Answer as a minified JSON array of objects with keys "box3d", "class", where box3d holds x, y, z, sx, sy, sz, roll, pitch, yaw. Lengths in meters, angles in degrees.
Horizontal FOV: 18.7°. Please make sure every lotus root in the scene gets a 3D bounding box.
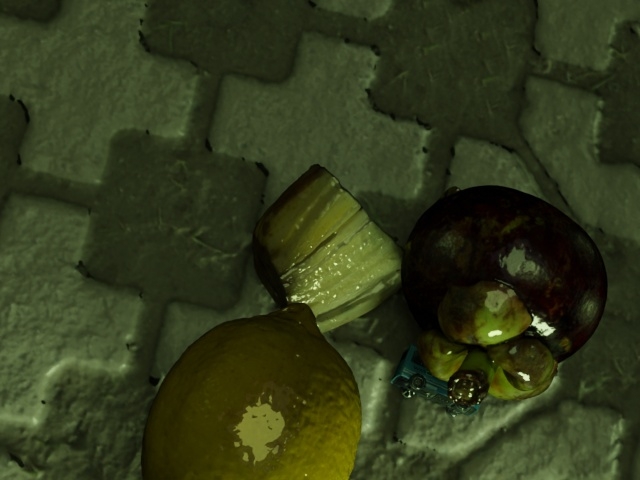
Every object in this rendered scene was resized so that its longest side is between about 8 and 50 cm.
[{"box3d":[-0.001,0.003,1.814,0.135,0.095,0.159,-37,125,-12],"class":"lotus root"}]

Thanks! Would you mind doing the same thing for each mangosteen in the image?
[{"box3d":[0.157,0.061,1.765,0.192,0.192,0.217,27,63,-3],"class":"mangosteen"}]

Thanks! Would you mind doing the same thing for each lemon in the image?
[{"box3d":[-0.062,0.173,1.702,0.188,0.188,0.257,27,76,-3],"class":"lemon"}]

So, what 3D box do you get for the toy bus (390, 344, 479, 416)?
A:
[{"box3d":[0.112,0.132,1.822,0.083,0.038,0.046,23,69,-5],"class":"toy bus"}]
